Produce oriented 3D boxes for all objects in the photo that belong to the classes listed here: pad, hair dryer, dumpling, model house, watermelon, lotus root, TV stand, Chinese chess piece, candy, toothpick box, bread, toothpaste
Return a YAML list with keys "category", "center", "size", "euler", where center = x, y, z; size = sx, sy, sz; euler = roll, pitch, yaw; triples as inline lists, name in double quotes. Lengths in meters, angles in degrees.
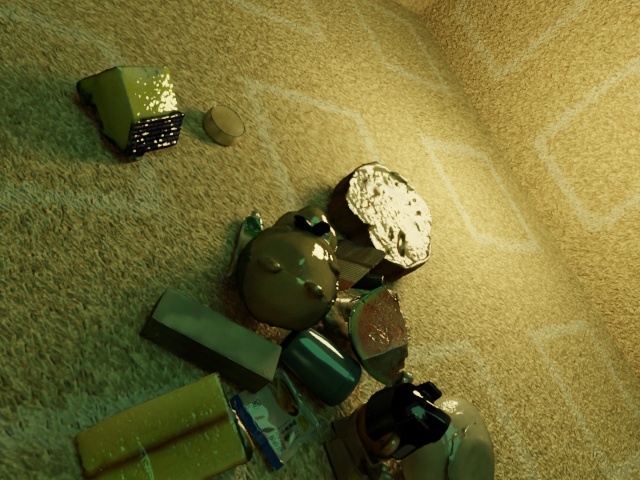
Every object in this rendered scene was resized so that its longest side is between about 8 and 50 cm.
- category: "pad"
  center: [-0.007, 0.018, 1.504]
  size: [0.323, 0.055, 0.250]
  euler: [33, 40, 18]
- category: "hair dryer"
  center: [0.099, 0.080, 1.523]
  size: [0.173, 0.050, 0.195]
  euler: [9, 23, 10]
- category: "dumpling"
  center: [0.098, 0.217, 1.423]
  size: [0.332, 0.086, 0.166]
  euler: [3, 76, -45]
- category: "model house"
  center: [-0.446, -0.302, 1.315]
  size: [0.194, 0.170, 0.211]
  euler: [-35, 114, -60]
- category: "watermelon"
  center: [0.115, 0.227, 1.302]
  size: [0.146, 0.128, 0.231]
  euler: [12, 47, -31]
- category: "lotus root"
  center: [0.210, -0.069, 1.718]
  size: [0.375, 0.111, 0.390]
  euler: [-9, 69, -36]
- category: "TV stand"
  center: [-0.219, 0.204, 1.100]
  size: [0.270, 0.083, 0.088]
  euler: [33, 42, -15]
- category: "Chinese chess piece"
  center: [-0.275, -0.328, 1.551]
  size: [0.122, 0.051, 0.122]
  euler: [27, 44, -29]
- category: "candy"
  center: [0.296, 0.505, 1.281]
  size: [0.295, 0.185, 0.295]
  euler: [9, 79, -50]
- category: "toothpick box"
  center: [-0.007, 0.278, 1.236]
  size: [0.184, 0.120, 0.120]
  euler: [41, 37, -6]
- category: "bread"
  center: [-0.269, 0.363, 0.962]
  size: [0.264, 0.163, 0.167]
  euler: [-18, 70, -18]
- category: "toothpaste"
  center: [-0.182, 0.017, 1.349]
  size: [0.078, 0.047, 0.248]
  euler: [32, 42, -24]

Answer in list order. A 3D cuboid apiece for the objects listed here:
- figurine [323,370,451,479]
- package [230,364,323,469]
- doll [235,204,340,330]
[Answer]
- category: "figurine"
  center: [0.136, 0.398, 1.145]
  size: [0.143, 0.308, 0.308]
  euler: [26, 42, -21]
- category: "package"
  center: [-0.088, 0.369, 1.148]
  size: [0.171, 0.027, 0.173]
  euler: [55, 35, 9]
- category: "doll"
  center: [-0.057, 0.050, 1.258]
  size: [0.247, 0.247, 0.349]
  euler: [44, 18, -7]
